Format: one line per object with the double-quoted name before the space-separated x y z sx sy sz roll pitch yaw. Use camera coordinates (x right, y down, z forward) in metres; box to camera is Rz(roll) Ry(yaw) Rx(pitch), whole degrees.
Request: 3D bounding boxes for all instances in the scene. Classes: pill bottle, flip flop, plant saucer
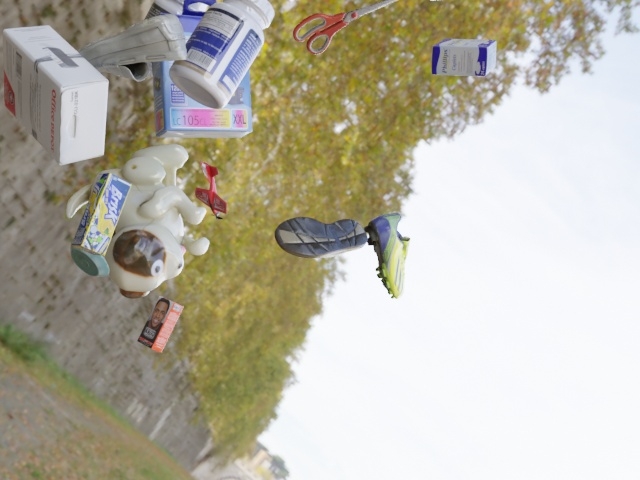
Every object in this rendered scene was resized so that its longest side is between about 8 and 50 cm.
"pill bottle" -0.473 -0.650 2.365 0.161 0.283 0.161 30 11 -7
"pill bottle" -0.224 -0.452 1.769 0.153 0.265 0.153 28 -12 7
"flip flop" 0.000 0.000 1.905 0.080 0.277 0.112 -40 -114 42
"plant saucer" -0.576 0.050 1.879 0.119 0.021 0.119 22 -40 20

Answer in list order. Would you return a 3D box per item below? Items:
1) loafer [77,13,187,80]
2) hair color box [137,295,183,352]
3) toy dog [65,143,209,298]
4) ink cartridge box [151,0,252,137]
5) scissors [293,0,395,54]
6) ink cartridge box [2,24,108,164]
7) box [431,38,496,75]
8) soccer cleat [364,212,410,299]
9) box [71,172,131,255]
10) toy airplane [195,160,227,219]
"loafer" -0.431 -0.405 1.689 0.319 0.112 0.111 -10 -76 33
"hair color box" -0.446 0.232 2.114 0.072 0.141 0.043 17 -12 40
"toy dog" -0.506 -0.043 2.140 0.285 0.395 0.408 111 -29 -42
"ink cartridge box" -0.352 -0.505 2.227 0.151 0.270 0.396 174 -88 -65
"scissors" 0.068 -0.589 1.983 0.109 0.297 0.021 49 18 -40
"ink cartridge box" -0.589 -0.324 1.682 0.273 0.114 0.197 42 -46 30
"box" 0.357 -0.456 1.886 0.137 0.126 0.072 6 -66 21
"soccer cleat" 0.210 0.048 2.132 0.093 0.121 0.289 -126 -166 -53
"box" -0.465 -0.056 1.615 0.054 0.169 0.059 2 -20 47
"toy airplane" -0.250 -0.117 1.743 0.151 0.028 0.151 38 -38 38
